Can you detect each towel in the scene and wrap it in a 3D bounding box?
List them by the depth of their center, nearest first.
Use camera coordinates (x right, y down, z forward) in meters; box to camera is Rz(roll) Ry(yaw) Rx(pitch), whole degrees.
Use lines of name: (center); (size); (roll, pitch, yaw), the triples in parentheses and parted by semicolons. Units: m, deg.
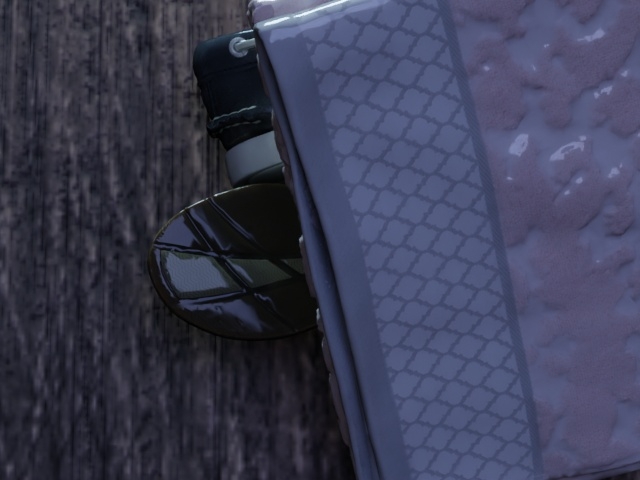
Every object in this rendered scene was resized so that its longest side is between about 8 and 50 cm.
towel: (0.144, -0.017, 1.010); (0.317, 0.053, 0.332); (-17, 116, -7)

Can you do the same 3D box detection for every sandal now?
sandal: (0.000, 0.000, 1.092); (0.219, 0.060, 0.090); (-24, 86, -29)

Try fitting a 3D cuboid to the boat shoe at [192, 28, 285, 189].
boat shoe: (0.076, -0.118, 1.105); (0.302, 0.114, 0.091); (-18, 84, -15)
